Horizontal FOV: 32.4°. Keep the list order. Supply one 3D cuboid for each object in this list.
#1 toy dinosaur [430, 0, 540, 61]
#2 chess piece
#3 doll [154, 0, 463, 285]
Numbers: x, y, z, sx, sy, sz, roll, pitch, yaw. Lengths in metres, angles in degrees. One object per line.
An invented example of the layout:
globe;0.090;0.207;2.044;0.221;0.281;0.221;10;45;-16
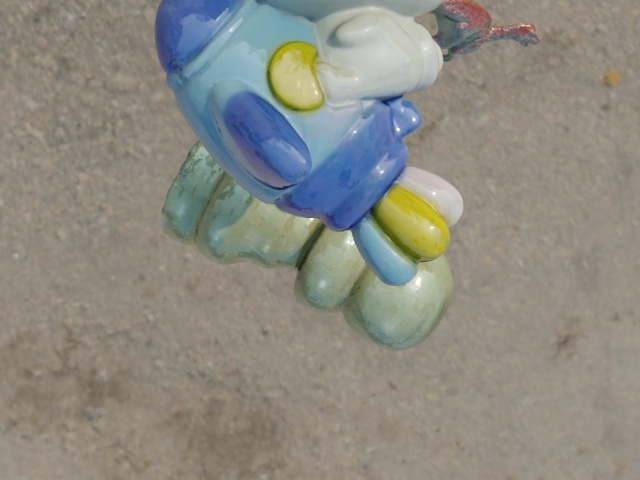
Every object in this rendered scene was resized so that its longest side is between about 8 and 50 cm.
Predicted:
toy dinosaur;0.166;-0.275;1.347;0.167;0.053;0.242;-8;162;20
chess piece;0.000;0.000;1.258;0.182;0.330;0.182;-54;168;-17
doll;0.002;-0.159;0.926;0.375;0.366;0.187;11;180;14
